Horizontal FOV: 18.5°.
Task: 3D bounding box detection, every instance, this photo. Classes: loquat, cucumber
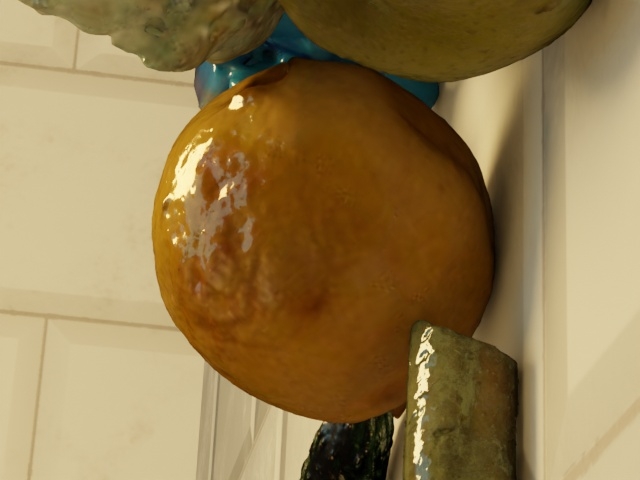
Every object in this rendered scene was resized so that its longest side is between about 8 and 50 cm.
[{"bbox_3d":[0.000,0.000,1.259,0.193,0.238,0.238,-79,0,-60],"label":"loquat"},{"bbox_3d":[0.010,0.221,1.584,0.303,0.072,0.081,106,168,-51],"label":"cucumber"}]

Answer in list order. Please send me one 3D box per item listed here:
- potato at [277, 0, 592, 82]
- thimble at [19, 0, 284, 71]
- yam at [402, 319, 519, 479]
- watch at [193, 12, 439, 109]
[{"bbox_3d":[0.068,-0.226,1.012,0.351,0.202,0.218,117,152,-60],"label":"potato"},{"bbox_3d":[-0.116,-0.247,1.230,0.195,0.291,0.291,-62,14,17],"label":"thimble"},{"bbox_3d":[0.080,0.116,1.141,0.070,0.070,0.146,113,162,-65],"label":"yam"},{"bbox_3d":[0.012,-0.213,1.442,0.305,0.241,0.274,-96,28,-55],"label":"watch"}]
